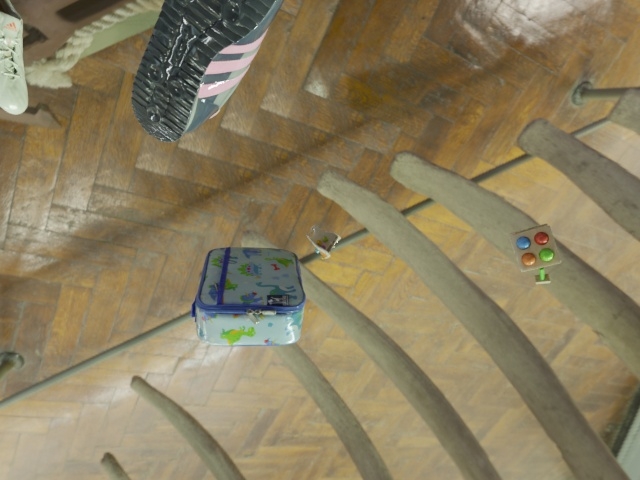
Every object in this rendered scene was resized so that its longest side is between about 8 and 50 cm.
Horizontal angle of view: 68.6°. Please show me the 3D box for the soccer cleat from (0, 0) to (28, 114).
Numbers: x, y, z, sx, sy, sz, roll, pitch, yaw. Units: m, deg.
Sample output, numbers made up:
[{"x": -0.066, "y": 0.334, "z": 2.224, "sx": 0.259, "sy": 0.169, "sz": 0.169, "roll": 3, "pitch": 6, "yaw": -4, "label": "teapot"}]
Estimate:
[{"x": -0.456, "y": -0.281, "z": 0.668, "sx": 0.076, "sy": 0.068, "sz": 0.196, "roll": -16, "pitch": 94, "yaw": 10, "label": "soccer cleat"}]

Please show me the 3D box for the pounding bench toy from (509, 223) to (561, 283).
[{"x": 0.299, "y": 0.024, "z": 0.646, "sx": 0.052, "sy": 0.065, "sz": 0.083, "roll": -18, "pitch": 88, "yaw": 23, "label": "pounding bench toy"}]

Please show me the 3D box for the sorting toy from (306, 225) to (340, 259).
[{"x": 0.000, "y": 0.000, "z": 1.174, "sx": 0.075, "sy": 0.083, "sz": 0.045, "roll": 44, "pitch": 129, "yaw": -9, "label": "sorting toy"}]

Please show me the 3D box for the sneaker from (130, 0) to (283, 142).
[{"x": -0.119, "y": -0.260, "z": 0.570, "sx": 0.112, "sy": 0.131, "sz": 0.319, "roll": 46, "pitch": 127, "yaw": -8, "label": "sneaker"}]

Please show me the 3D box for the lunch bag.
[{"x": -0.117, "y": 0.085, "z": 0.782, "sx": 0.176, "sy": 0.219, "sz": 0.090, "roll": 2, "pitch": 113, "yaw": -6, "label": "lunch bag"}]
